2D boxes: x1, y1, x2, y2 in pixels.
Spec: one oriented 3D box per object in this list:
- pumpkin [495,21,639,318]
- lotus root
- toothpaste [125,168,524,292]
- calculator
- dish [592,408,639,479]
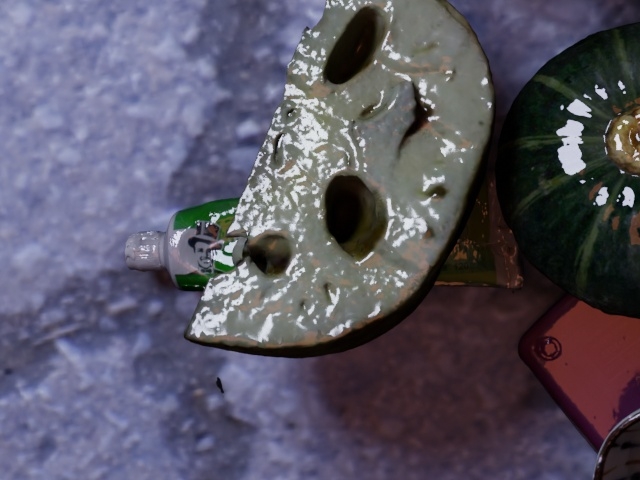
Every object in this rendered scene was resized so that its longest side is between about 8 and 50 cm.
[{"bbox_3d":[0.180,-0.038,0.768,0.167,0.125,0.167,0,75,2],"label":"pumpkin"},{"bbox_3d":[0.018,-0.029,0.775,0.138,0.119,0.235,25,83,12],"label":"lotus root"},{"bbox_3d":[0.000,0.000,0.854,0.248,0.047,0.078,-3,92,10],"label":"toothpaste"},{"bbox_3d":[0.220,0.099,0.833,0.126,0.034,0.190,-41,89,16],"label":"calculator"},{"bbox_3d":[0.238,0.150,0.790,0.191,0.066,0.190,2,109,7],"label":"dish"}]
